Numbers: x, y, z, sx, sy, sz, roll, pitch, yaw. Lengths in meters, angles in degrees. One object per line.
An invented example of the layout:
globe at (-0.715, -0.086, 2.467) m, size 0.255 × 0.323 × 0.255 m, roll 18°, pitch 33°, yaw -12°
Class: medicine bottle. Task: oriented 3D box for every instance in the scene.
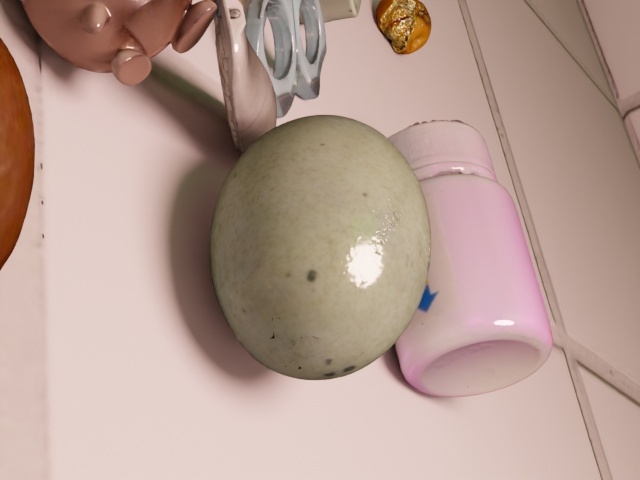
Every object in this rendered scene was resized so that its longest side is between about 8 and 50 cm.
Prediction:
medicine bottle at (0.132, 0.016, 1.091) m, size 0.152 × 0.152 × 0.254 m, roll 34°, pitch 37°, yaw -46°

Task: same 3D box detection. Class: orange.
orange at (0.115, -0.294, 1.459) m, size 0.086 × 0.062 × 0.086 m, roll 47°, pitch 27°, yaw -34°

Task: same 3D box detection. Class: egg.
egg at (0.000, 0.000, 0.832) m, size 0.169 × 0.169 × 0.236 m, roll 48°, pitch 26°, yaw -28°

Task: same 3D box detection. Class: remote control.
remote control at (-0.058, -0.125, 0.880) m, size 0.229 × 0.044 × 0.073 m, roll 92°, pitch -11°, yaw -70°

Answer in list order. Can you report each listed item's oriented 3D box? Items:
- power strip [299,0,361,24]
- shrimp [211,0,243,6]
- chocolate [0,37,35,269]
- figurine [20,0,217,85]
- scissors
power strip at (0.019, -0.399, 1.223) m, size 0.261 × 0.141 × 0.229 m, roll -79°, pitch 160°, yaw -53°
shrimp at (-0.137, -0.290, 0.920) m, size 0.289 × 0.075 × 0.178 m, roll 47°, pitch -4°, yaw 26°
chocolate at (-0.205, -0.037, 0.475) m, size 0.177 × 0.177 × 0.176 m, roll 43°, pitch 32°, yaw -36°
figurine at (-0.152, -0.183, 0.779) m, size 0.138 × 0.125 × 0.125 m, roll 50°, pitch 24°, yaw 6°
scissors at (-0.040, -0.304, 1.045) m, size 0.191 × 0.029 × 0.360 m, roll -39°, pitch 128°, yaw -64°
